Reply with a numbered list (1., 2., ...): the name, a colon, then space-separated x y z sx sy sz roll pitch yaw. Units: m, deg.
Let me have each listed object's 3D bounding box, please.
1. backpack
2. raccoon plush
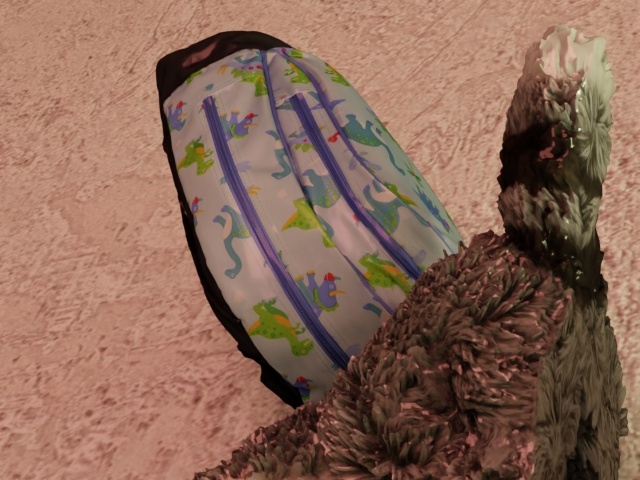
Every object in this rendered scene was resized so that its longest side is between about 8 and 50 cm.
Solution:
1. backpack: 0.000 0.000 1.506 0.273 0.290 0.355 -21 36 18
2. raccoon plush: 0.067 0.074 1.294 0.299 0.216 0.446 1 67 27
